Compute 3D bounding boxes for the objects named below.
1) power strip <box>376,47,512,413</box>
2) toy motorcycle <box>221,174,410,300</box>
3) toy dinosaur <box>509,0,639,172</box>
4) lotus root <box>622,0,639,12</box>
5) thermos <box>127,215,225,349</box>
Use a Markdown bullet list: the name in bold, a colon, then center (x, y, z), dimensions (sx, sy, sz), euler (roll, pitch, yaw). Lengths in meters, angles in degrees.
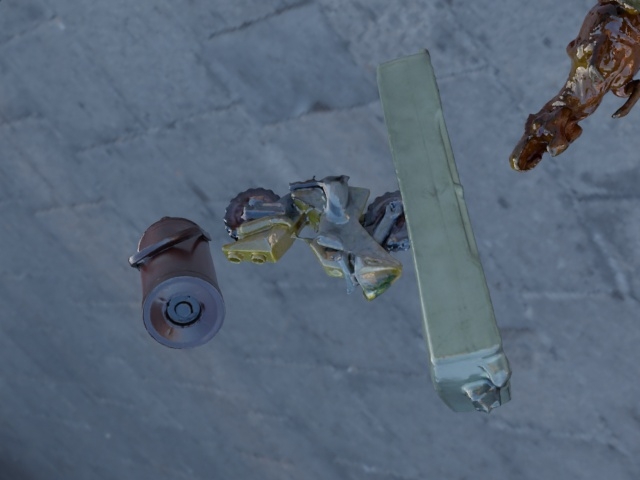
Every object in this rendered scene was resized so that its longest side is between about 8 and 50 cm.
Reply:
- **power strip**: center (0.078, -0.017, 0.770), dimensions (0.048, 0.286, 0.080), euler (-11, 146, 6)
- **toy motorcycle**: center (0.000, 0.000, 1.245), dimensions (0.229, 0.130, 0.094), euler (2, 154, 13)
- **toy dinosaur**: center (0.324, -0.240, 1.084), dimensions (0.097, 0.432, 0.208), euler (37, 166, -31)
- **lotus root**: center (0.266, -0.220, 0.705), dimensions (0.123, 0.241, 0.124), euler (48, 158, 14)
- **thermos**: center (-0.172, 0.039, 1.396), dimensions (0.232, 0.098, 0.124), euler (-115, 1, -65)
